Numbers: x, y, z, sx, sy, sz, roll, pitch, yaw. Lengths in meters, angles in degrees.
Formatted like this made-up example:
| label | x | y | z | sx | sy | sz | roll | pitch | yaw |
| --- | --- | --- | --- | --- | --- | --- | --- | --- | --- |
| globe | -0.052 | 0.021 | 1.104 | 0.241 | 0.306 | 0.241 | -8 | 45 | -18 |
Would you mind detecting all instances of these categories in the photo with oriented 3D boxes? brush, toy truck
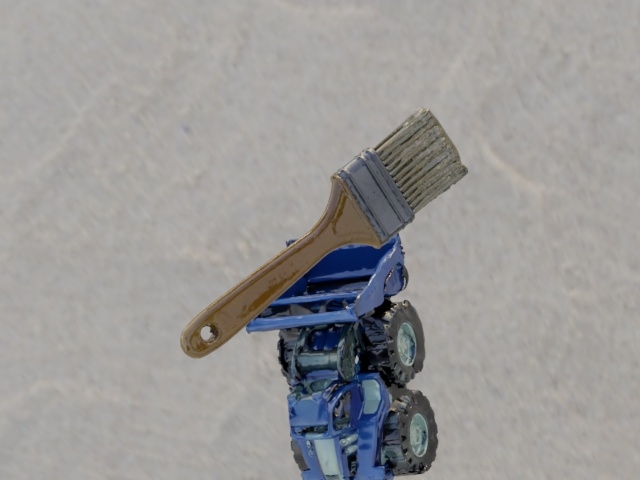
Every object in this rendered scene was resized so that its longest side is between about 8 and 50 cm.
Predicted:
| label | x | y | z | sx | sy | sz | roll | pitch | yaw |
| --- | --- | --- | --- | --- | --- | --- | --- | --- | --- |
| brush | 0.000 | 0.000 | 0.875 | 0.170 | 0.043 | 0.014 | -39 | 17 | -20 |
| toy truck | 0.014 | 0.099 | 1.540 | 0.113 | 0.126 | 0.208 | -8 | 90 | 30 |
